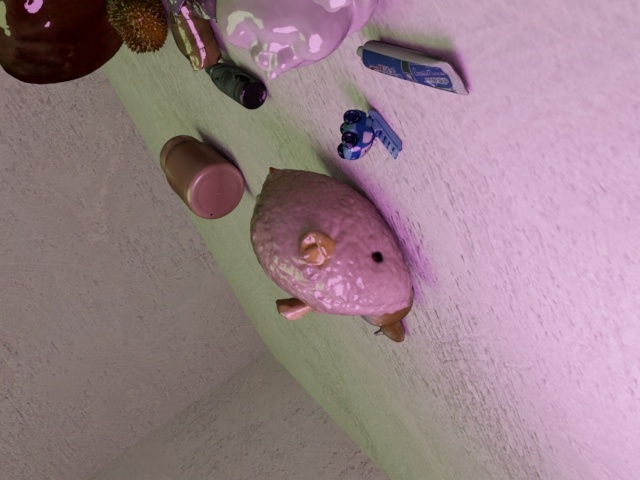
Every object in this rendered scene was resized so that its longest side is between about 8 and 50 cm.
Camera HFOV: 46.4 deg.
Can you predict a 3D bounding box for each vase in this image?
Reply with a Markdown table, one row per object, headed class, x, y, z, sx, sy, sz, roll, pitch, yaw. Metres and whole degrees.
| class | x | y | z | sx | sy | sz | roll | pitch | yaw |
| --- | --- | --- | --- | --- | --- | --- | --- | --- | --- |
| vase | -0.179 | -0.322 | 1.502 | 0.211 | 0.060 | 0.060 | 41 | 160 | 48 |

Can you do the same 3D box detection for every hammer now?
| class | x | y | z | sx | sy | sz | roll | pitch | yaw |
| --- | --- | --- | --- | --- | --- | --- | --- | --- | --- |
| hammer | 0.115 | 0.126 | 1.496 | 0.202 | 0.113 | 0.305 | 49 | 173 | 36 |

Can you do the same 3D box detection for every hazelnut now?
| class | x | y | z | sx | sy | sz | roll | pitch | yaw |
| --- | --- | --- | --- | --- | --- | --- | --- | --- | --- |
| hazelnut | -0.653 | -0.579 | 1.814 | 0.353 | 0.420 | 0.421 | 19 | 165 | -4 |

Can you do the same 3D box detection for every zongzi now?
| class | x | y | z | sx | sy | sz | roll | pitch | yaw |
| --- | --- | --- | --- | --- | --- | --- | --- | --- | --- |
| zongzi | -0.274 | -0.444 | 1.523 | 0.176 | 0.079 | 0.160 | 51 | 162 | 51 |

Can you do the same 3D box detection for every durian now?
| class | x | y | z | sx | sy | sz | roll | pitch | yaw |
| --- | --- | --- | --- | --- | --- | --- | --- | --- | --- |
| durian | -0.421 | -0.514 | 1.733 | 0.168 | 0.137 | 0.158 | 55 | -168 | -65 |

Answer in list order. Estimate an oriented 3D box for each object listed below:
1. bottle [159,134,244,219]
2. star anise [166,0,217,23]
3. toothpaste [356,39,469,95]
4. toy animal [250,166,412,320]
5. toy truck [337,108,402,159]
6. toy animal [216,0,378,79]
| class | x | y | z | sx | sy | sz | roll | pitch | yaw |
| --- | --- | --- | --- | --- | --- | --- | --- | --- | --- |
| bottle | -0.342 | -0.187 | 2.144 | 0.206 | 0.173 | 0.297 | 23 | -169 | -42 |
| star anise | -0.260 | -0.493 | 1.278 | 0.282 | 0.129 | 0.212 | 80 | 169 | -51 |
| toothpaste | 0.100 | -0.210 | 0.887 | 0.057 | 0.035 | 0.197 | 46 | 173 | -38 |
| toy animal | -0.005 | -0.004 | 1.292 | 0.358 | 0.227 | 0.188 | 46 | 136 | 30 |
| toy truck | 0.072 | -0.147 | 1.069 | 0.056 | 0.090 | 0.073 | 108 | 170 | -73 |
| toy animal | -0.029 | -0.296 | 0.810 | 0.272 | 0.205 | 0.265 | 14 | 165 | 15 |
